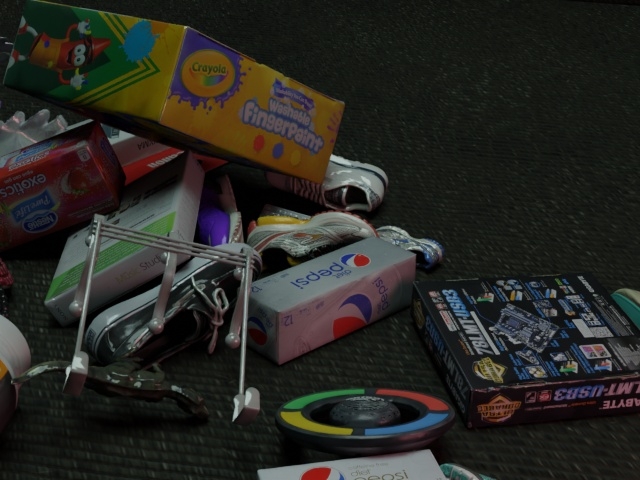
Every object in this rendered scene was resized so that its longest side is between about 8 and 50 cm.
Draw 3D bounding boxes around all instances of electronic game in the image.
[{"bbox_3d":[0.056,0.223,1.568,0.229,0.048,0.229,-2,7,0],"label":"electronic game"}]

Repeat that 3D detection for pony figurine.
[{"bbox_3d":[-0.676,-0.202,2.239,0.351,0.303,0.363,-46,49,-15],"label":"pony figurine"}]

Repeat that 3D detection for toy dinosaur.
[{"bbox_3d":[-0.275,0.178,1.614,0.268,0.064,0.118,11,6,-22],"label":"toy dinosaur"}]

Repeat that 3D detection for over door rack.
[{"bbox_3d":[-0.209,0.112,1.626,0.239,0.108,0.324,12,37,-13],"label":"over door rack"}]

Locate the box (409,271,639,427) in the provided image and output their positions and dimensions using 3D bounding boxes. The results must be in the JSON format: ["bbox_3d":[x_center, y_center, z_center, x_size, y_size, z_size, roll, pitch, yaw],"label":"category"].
[{"bbox_3d":[0.307,0.147,1.774,0.293,0.073,0.295,-5,28,-12],"label":"box"}]

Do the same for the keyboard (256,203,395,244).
[{"bbox_3d":[0.000,0.000,2.073,0.256,0.014,0.072,16,63,27],"label":"keyboard"}]

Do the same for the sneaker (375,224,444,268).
[{"bbox_3d":[0.134,0.015,2.051,0.135,0.052,0.058,12,33,21],"label":"sneaker"}]

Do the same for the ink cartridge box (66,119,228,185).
[{"bbox_3d":[-0.328,-0.192,2.414,0.261,0.066,0.296,20,32,34],"label":"ink cartridge box"}]

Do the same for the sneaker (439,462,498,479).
[{"bbox_3d":[0.212,0.313,1.468,0.166,0.065,0.076,27,19,34],"label":"sneaker"}]

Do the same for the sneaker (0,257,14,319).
[{"bbox_3d":[-0.538,0.062,1.846,0.112,0.121,0.299,-31,21,2],"label":"sneaker"}]

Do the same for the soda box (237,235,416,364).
[{"bbox_3d":[0.013,0.085,1.856,0.286,0.091,0.098,-21,33,-39],"label":"soda box"}]

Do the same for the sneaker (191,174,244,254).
[{"bbox_3d":[-0.204,-0.013,2.043,0.146,0.102,0.293,-9,24,-6],"label":"sneaker"}]

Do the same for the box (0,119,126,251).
[{"bbox_3d":[-0.461,-0.085,2.031,0.256,0.123,0.128,-20,24,7],"label":"box"}]

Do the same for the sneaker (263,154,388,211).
[{"bbox_3d":[0.002,-0.105,2.250,0.235,0.090,0.095,9,37,16],"label":"sneaker"}]

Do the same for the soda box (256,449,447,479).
[{"bbox_3d":[0.036,0.303,1.446,0.216,0.069,0.074,-4,27,-13],"label":"soda box"}]

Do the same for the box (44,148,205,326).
[{"bbox_3d":[-0.300,-0.011,1.944,0.232,0.058,0.322,-28,22,13],"label":"box"}]

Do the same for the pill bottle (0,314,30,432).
[{"bbox_3d":[-0.468,0.204,1.505,0.162,0.162,0.278,7,27,9],"label":"pill bottle"}]

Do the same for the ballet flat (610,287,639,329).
[{"bbox_3d":[0.500,0.142,1.802,0.086,0.086,0.248,-3,26,-11],"label":"ballet flat"}]

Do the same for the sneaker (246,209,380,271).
[{"bbox_3d":[-0.012,0.014,2.004,0.225,0.088,0.093,-5,53,16],"label":"sneaker"}]

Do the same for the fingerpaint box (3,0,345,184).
[{"bbox_3d":[-0.239,-0.244,2.095,0.371,0.163,0.444,16,-1,34],"label":"fingerpaint box"}]

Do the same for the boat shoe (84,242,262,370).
[{"bbox_3d":[-0.187,0.103,1.786,0.306,0.113,0.105,-25,43,-38],"label":"boat shoe"}]
